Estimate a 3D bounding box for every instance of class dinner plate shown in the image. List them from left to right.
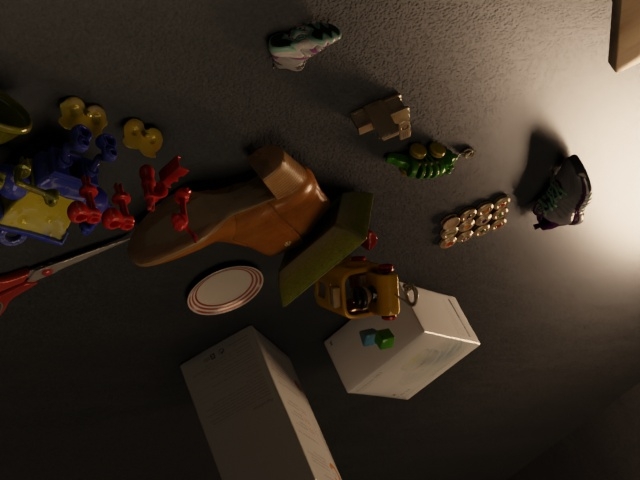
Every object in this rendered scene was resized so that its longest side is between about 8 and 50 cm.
[{"bbox_3d":[-0.169,0.085,1.688,0.141,0.017,0.141,-20,149,-12],"label":"dinner plate"}]

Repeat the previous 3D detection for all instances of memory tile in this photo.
[{"bbox_3d":[0.300,-0.035,1.861,0.148,0.012,0.113,-20,148,-10],"label":"memory tile"}]

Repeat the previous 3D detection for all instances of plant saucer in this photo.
[{"bbox_3d":[0.000,0.000,1.578,0.188,0.188,0.045,-40,104,22],"label":"plant saucer"}]

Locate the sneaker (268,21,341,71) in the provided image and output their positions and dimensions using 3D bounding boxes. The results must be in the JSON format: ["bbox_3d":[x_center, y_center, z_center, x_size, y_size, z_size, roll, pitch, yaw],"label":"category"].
[{"bbox_3d":[-0.020,-0.252,1.278,0.098,0.038,0.069,-12,149,-6],"label":"sneaker"}]

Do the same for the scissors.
[{"bbox_3d":[-0.431,0.049,1.435,0.297,0.021,0.109,-28,147,5],"label":"scissors"}]

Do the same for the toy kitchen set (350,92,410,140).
[{"bbox_3d":[0.100,-0.165,1.462,0.083,0.068,0.075,-23,149,-5],"label":"toy kitchen set"}]

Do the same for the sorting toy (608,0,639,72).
[{"bbox_3d":[0.529,-0.405,1.400,0.257,0.089,0.255,-26,149,-1],"label":"sorting toy"}]

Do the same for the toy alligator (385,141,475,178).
[{"bbox_3d":[0.196,-0.128,1.605,0.189,0.051,0.056,-5,144,-31],"label":"toy alligator"}]

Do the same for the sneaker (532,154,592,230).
[{"bbox_3d":[0.463,-0.079,1.852,0.098,0.083,0.224,-20,150,-1],"label":"sneaker"}]

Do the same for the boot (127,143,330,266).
[{"bbox_3d":[-0.130,-0.016,1.484,0.295,0.104,0.211,-33,148,3],"label":"boot"}]

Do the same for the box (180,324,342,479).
[{"bbox_3d":[-0.106,0.375,1.853,0.168,0.345,0.215,-30,148,5],"label":"box"}]

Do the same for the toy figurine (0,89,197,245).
[{"bbox_3d":[-0.359,-0.047,1.198,0.217,0.191,0.362,-38,146,28],"label":"toy figurine"}]

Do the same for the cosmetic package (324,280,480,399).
[{"bbox_3d":[0.173,0.218,2.028,0.224,0.138,0.224,-42,144,25],"label":"cosmetic package"}]

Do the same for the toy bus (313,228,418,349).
[{"bbox_3d":[0.063,0.091,1.701,0.104,0.191,0.202,-10,146,-25],"label":"toy bus"}]
